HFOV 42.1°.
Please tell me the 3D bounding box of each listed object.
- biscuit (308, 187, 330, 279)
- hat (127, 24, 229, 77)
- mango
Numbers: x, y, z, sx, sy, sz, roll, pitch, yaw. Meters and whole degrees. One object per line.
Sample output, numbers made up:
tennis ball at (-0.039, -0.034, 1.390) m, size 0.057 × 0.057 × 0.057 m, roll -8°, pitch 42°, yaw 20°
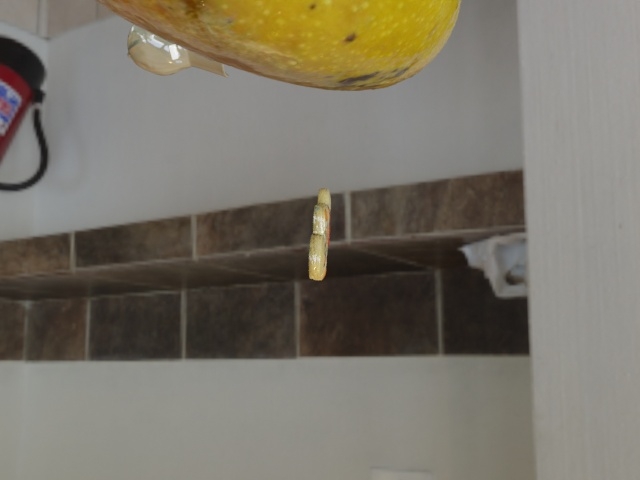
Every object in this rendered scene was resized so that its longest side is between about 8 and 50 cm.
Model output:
biscuit at (0.001, 0.000, 1.604) m, size 0.030 × 0.153 × 0.234 m, roll 1°, pitch -158°, yaw 4°
hat at (-0.288, -0.364, 1.684) m, size 0.144 × 0.173 × 0.166 m, roll -38°, pitch 155°, yaw -12°
mango at (-0.023, -0.158, 0.428) m, size 0.176 × 0.176 × 0.329 m, roll -28°, pitch 150°, yaw 18°
